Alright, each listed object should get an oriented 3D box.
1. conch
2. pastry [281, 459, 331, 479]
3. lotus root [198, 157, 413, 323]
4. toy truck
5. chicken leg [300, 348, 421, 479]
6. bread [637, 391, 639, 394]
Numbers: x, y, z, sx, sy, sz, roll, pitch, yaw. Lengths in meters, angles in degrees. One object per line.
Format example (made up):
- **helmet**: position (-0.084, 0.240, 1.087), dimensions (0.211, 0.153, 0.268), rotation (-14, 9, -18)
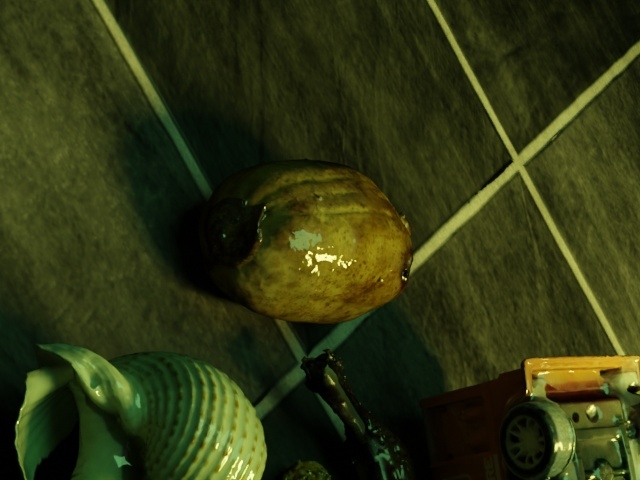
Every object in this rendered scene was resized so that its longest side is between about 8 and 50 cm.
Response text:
- **conch**: position (-0.141, 0.157, 1.416), dimensions (0.200, 0.131, 0.172), rotation (32, 71, -2)
- **pastry**: position (-0.019, 0.246, 1.582), dimensions (0.080, 0.056, 0.140), rotation (62, 25, -15)
- **lotus root**: position (0.000, 0.000, 1.677), dimensions (0.260, 0.128, 0.145), rotation (3, 60, -52)
- **toy truck**: position (0.212, 0.307, 1.715), dimensions (0.173, 0.207, 0.387), rotation (1, 77, -40)
- **chicken leg**: position (0.048, 0.207, 1.670), dimensions (0.253, 0.051, 0.106), rotation (66, 19, -8)
- **bread**: position (0.343, 0.207, 2.094), dimensions (0.139, 0.084, 0.074), rotation (21, 49, -6)
